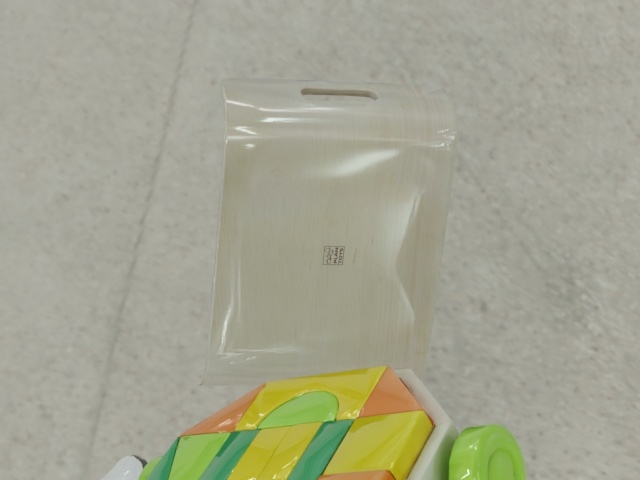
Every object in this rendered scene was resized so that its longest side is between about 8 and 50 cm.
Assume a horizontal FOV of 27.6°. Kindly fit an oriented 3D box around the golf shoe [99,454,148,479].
[{"bbox_3d":[-0.267,0.300,1.445,0.077,0.094,0.198,-24,23,47],"label":"golf shoe"}]

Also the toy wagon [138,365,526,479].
[{"bbox_3d":[-0.047,0.200,0.717,0.267,0.068,0.344,-12,27,38],"label":"toy wagon"}]

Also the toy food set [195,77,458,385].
[{"bbox_3d":[0.000,0.000,1.245,0.092,0.220,0.306,-129,42,-68],"label":"toy food set"}]
